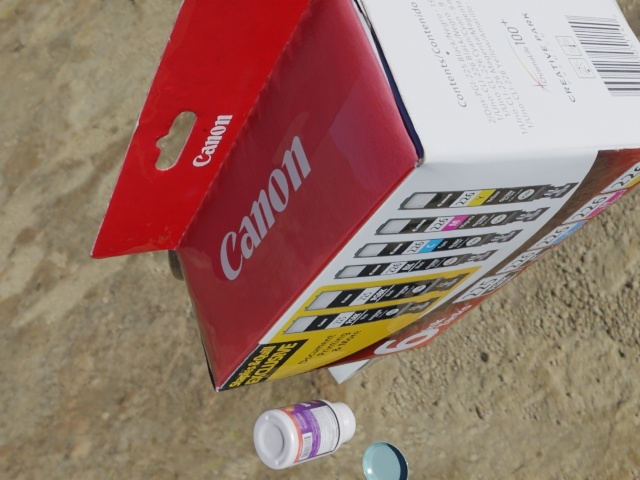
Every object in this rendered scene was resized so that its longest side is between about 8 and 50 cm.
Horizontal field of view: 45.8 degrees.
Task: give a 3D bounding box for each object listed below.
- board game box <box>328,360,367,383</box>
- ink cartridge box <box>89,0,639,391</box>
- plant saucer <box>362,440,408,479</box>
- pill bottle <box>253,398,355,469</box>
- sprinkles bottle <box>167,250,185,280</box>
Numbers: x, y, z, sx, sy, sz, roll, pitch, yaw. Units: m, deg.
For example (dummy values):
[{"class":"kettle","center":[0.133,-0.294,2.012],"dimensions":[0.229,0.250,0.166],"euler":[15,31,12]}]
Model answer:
[{"class":"board game box","center":[0.150,0.159,1.537],"dimensions":[0.224,0.303,0.097],"euler":[-42,76,24]},{"class":"ink cartridge box","center":[0.019,-0.020,0.496],"dimensions":[0.309,0.271,0.130],"euler":[-51,53,51]},{"class":"plant saucer","center":[0.152,0.518,1.736],"dimensions":[0.119,0.021,0.119],"euler":[1,92,33]},{"class":"pill bottle","center":[-0.024,0.359,1.431],"dimensions":[0.108,0.193,0.108],"euler":[-1,89,42]},{"class":"sprinkles bottle","center":[0.000,0.000,0.923],"dimensions":[0.355,0.121,0.121],"euler":[3,56,1]}]
